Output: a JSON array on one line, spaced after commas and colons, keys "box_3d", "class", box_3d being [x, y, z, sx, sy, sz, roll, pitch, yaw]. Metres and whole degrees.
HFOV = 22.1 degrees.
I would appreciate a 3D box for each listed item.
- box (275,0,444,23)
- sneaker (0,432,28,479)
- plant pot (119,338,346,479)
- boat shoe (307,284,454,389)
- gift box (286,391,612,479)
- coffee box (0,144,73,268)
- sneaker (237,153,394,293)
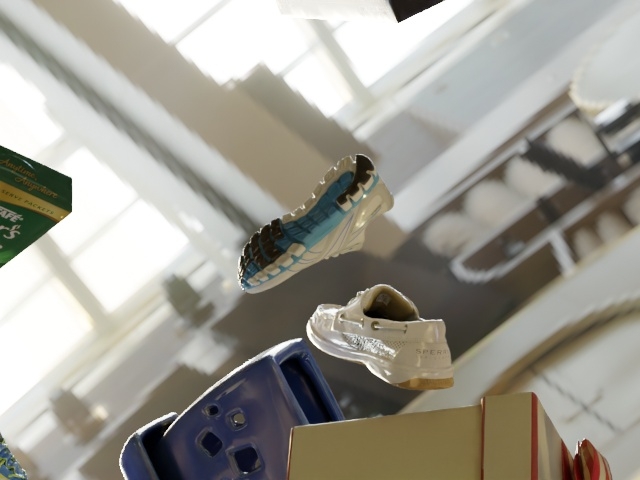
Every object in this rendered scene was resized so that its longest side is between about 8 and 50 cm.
[{"box_3d": [0.021, -0.297, 1.466, 0.103, 0.184, 0.261, -30, -162, -17], "class": "box"}, {"box_3d": [-0.423, 0.272, 2.041, 0.091, 0.240, 0.126, -31, 141, -58], "class": "sneaker"}, {"box_3d": [-0.074, 0.259, 1.777, 0.212, 0.236, 0.236, -27, 178, 6], "class": "plant pot"}, {"box_3d": [0.074, 0.098, 1.913, 0.098, 0.096, 0.277, -1, -170, -29], "class": "boat shoe"}, {"box_3d": [0.131, 0.289, 1.420, 0.258, 0.276, 0.255, -10, -122, 21], "class": "gift box"}, {"box_3d": [-0.297, -0.013, 1.315, 0.184, 0.113, 0.040, -33, -134, 32], "class": "coffee box"}, {"box_3d": [0.000, 0.000, 1.711, 0.191, 0.083, 0.071, -38, -139, 9], "class": "sneaker"}]
